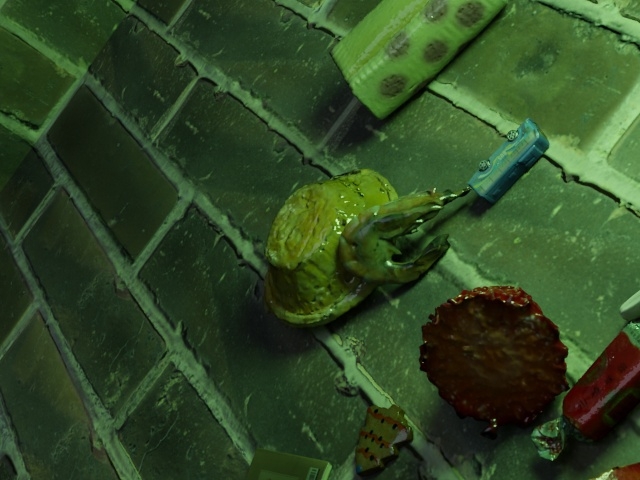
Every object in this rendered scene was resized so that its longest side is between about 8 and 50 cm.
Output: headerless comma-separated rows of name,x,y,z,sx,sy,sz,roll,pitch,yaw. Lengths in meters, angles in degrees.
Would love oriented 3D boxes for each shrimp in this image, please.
shrimp,0.153,-0.004,1.959,0.254,0.059,0.145,-17,82,10

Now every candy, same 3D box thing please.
candy,0.401,0.197,1.549,0.292,0.059,0.086,-49,37,13

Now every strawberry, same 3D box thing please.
strawberry,0.268,0.151,1.681,0.234,0.234,0.178,-33,10,30

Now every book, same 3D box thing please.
book,-0.069,0.436,1.957,0.199,0.016,0.138,-1,63,49

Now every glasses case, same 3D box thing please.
glasses case,0.458,0.083,1.592,0.083,0.032,0.021,-43,35,21

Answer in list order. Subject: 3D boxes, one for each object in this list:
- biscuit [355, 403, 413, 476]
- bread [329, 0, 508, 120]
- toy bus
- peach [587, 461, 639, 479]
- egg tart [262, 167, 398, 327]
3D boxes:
biscuit,0.095,0.327,1.845,0.119,0.019,0.130,22,82,54
bread,0.186,-0.402,2.186,0.338,0.155,0.187,-42,46,16
toy bus,0.319,-0.132,1.911,0.153,0.051,0.061,-46,49,14
peach,0.328,0.368,1.391,0.196,0.190,0.226,5,74,61
egg tart,0.001,-0.001,2.114,0.341,0.132,0.341,-30,42,31
